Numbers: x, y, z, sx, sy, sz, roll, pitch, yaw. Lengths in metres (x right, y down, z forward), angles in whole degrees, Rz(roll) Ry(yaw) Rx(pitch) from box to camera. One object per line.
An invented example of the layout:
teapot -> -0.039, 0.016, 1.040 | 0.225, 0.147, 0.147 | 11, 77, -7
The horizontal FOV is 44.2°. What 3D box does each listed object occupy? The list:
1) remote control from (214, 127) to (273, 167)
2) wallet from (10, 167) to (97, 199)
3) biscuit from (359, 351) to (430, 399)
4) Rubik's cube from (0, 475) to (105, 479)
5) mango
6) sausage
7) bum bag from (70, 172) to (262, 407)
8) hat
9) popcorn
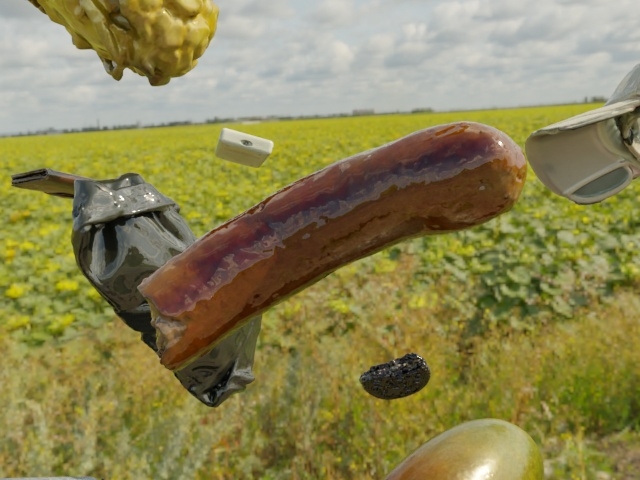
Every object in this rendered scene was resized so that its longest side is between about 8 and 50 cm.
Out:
remote control -> -0.132, -0.154, 1.330 | 0.088, 0.029, 0.190 | 15, -5, -8
wallet -> -0.364, -0.077, 1.177 | 0.095, 0.026, 0.176 | -3, -7, 32
biscuit -> 0.098, 0.176, 1.021 | 0.087, 0.089, 0.027 | 11, 45, -19
Rubik's cube -> -0.324, 0.446, 0.767 | 0.316, 0.313, 0.318 | 34, 5, 35
mango -> 0.084, 0.253, 0.636 | 0.289, 0.146, 0.129 | -52, 14, -26
sausage -> 0.000, -0.003, 0.570 | 0.302, 0.076, 0.102 | -28, 34, 7
bum bag -> -0.167, 0.050, 0.893 | 0.080, 0.326, 0.142 | 2, 45, 45
hat -> 0.395, -0.159, 1.059 | 0.226, 0.164, 0.219 | 2, -28, 19
popcorn -> -0.241, -0.300, 0.967 | 0.250, 0.190, 0.250 | 36, 8, -6
